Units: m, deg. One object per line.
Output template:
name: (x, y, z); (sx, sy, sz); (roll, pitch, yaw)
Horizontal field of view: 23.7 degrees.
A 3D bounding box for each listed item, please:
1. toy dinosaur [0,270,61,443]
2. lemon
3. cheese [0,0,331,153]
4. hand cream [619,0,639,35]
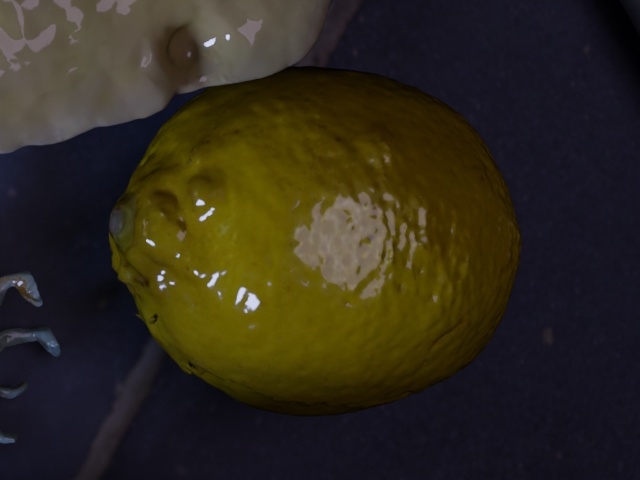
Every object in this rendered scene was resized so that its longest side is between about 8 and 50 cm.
toy dinosaur: (-0.207, 0.045, 0.838); (0.106, 0.044, 0.187); (-25, 102, -15)
lemon: (0.000, 0.000, 0.873); (0.260, 0.204, 0.204); (5, 85, -32)
cheese: (-0.214, -0.158, 0.763); (0.384, 0.104, 0.383); (-6, 104, -24)
hand cream: (0.279, -0.199, 1.114); (0.185, 0.118, 0.358); (-37, 100, -32)
